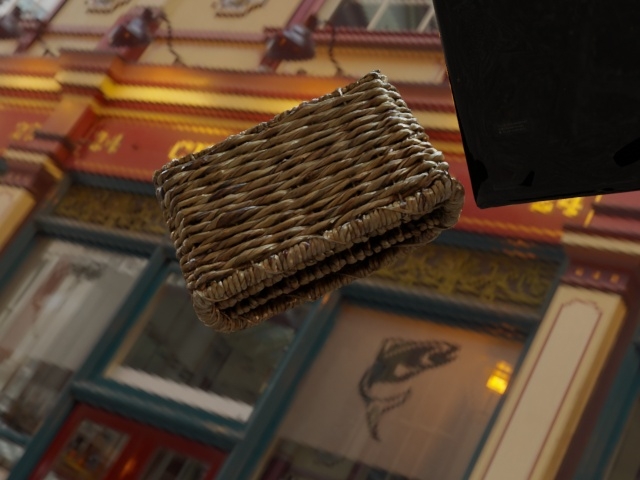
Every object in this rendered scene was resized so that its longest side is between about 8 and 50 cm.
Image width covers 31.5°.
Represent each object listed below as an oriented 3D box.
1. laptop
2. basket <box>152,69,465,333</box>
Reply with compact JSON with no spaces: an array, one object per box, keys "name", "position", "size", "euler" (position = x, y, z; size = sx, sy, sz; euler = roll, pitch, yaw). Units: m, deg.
[{"name":"laptop","position":[0.323,-0.272,1.082],"size":[0.382,0.236,0.407],"euler":[-6,-77,34]},{"name":"basket","position":[0.000,0.000,1.233],"size":[0.213,0.299,0.223],"euler":[68,-4,-45]}]
